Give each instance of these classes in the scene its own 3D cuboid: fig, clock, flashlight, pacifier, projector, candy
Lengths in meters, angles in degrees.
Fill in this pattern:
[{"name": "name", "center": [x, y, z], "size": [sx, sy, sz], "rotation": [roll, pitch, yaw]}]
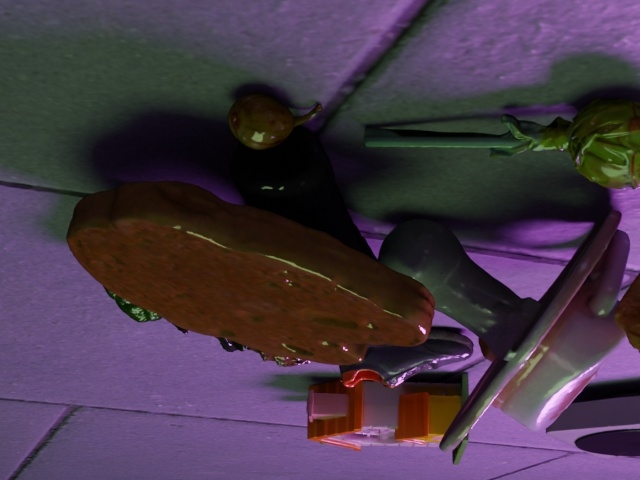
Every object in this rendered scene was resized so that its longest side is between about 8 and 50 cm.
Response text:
[{"name": "fig", "center": [-0.038, -0.104, 1.094], "size": [0.083, 0.050, 0.050], "rotation": [-11, 167, -27]}, {"name": "clock", "center": [0.106, 0.290, 2.062], "size": [0.255, 0.106, 0.220], "rotation": [1, 160, 2]}, {"name": "flashlight", "center": [0.000, 0.000, 1.299], "size": [0.103, 0.103, 0.424], "rotation": [-2, 159, 10]}, {"name": "pacifier", "center": [0.199, 0.085, 1.336], "size": [0.273, 0.220, 0.332], "rotation": [9, 138, -18]}, {"name": "projector", "center": [0.534, 0.300, 2.101], "size": [0.259, 0.079, 0.257], "rotation": [-11, 156, 30]}, {"name": "candy", "center": [0.165, -0.089, 1.111], "size": [0.262, 0.073, 0.077], "rotation": [3, 143, 16]}]

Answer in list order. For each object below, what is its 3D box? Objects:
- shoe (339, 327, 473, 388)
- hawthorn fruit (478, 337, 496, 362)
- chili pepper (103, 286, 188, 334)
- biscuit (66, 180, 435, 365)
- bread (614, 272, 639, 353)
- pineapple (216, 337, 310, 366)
[{"name": "shoe", "center": [0.114, 0.167, 1.766], "size": [0.194, 0.077, 0.074], "rotation": [0, 159, 4]}, {"name": "hawthorn fruit", "center": [0.244, 0.117, 1.669], "size": [0.067, 0.067, 0.103], "rotation": [5, 133, -9]}, {"name": "chili pepper", "center": [-0.199, 0.025, 1.399], "size": [0.100, 0.074, 0.257], "rotation": [9, 157, 5]}, {"name": "biscuit", "center": [-0.069, 0.038, 1.232], "size": [0.351, 0.057, 0.312], "rotation": [17, 160, -2]}, {"name": "bread", "center": [0.376, 0.027, 1.218], "size": [0.114, 0.083, 0.211], "rotation": [21, 109, -45]}, {"name": "pineapple", "center": [-0.077, 0.078, 1.489], "size": [0.111, 0.119, 0.237], "rotation": [-9, 162, 29]}]
